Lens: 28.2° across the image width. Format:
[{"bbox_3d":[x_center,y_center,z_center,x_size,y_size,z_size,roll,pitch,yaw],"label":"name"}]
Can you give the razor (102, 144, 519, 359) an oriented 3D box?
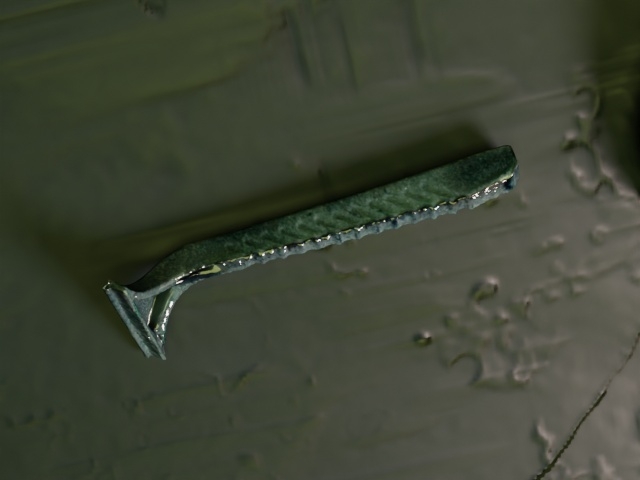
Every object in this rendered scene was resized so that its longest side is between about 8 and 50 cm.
[{"bbox_3d":[-0.002,-0.005,0.570,0.190,0.033,0.066,-21,147,-1],"label":"razor"}]
